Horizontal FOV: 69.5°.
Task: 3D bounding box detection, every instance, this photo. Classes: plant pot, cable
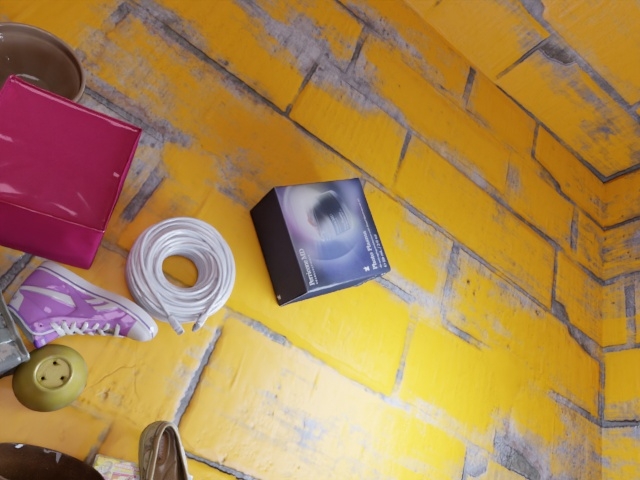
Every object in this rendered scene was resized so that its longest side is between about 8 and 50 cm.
[{"bbox_3d":[-0.530,0.267,0.912,0.134,0.095,0.134,12,65,-28],"label":"plant pot"},{"bbox_3d":[-0.522,0.499,0.776,0.215,0.215,0.230,29,73,-20],"label":"plant pot"},{"bbox_3d":[-0.679,-0.369,1.065,0.237,0.110,0.237,12,66,-29],"label":"plant pot"},{"bbox_3d":[-0.333,0.073,1.120,0.257,0.089,0.257,48,53,-6],"label":"cable"}]

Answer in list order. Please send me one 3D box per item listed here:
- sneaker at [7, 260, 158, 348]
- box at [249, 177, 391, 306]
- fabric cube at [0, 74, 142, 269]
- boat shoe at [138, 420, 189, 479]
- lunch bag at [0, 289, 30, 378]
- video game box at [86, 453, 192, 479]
[{"bbox_3d":[-0.497,0.176,0.959,0.282,0.102,0.161,27,47,-7],"label":"sneaker"},{"bbox_3d":[0.000,0.000,1.304,0.294,0.183,0.296,-12,77,-34],"label":"box"},{"bbox_3d":[-0.552,-0.123,0.955,0.254,0.258,0.259,21,61,-23],"label":"fabric cube"},{"bbox_3d":[-0.306,0.504,0.904,0.104,0.089,0.285,-3,72,-35],"label":"boat shoe"},{"bbox_3d":[-0.693,0.138,0.800,0.235,0.169,0.287,-19,81,-51],"label":"lunch bag"},{"bbox_3d":[-0.385,0.547,0.921,0.205,0.048,0.187,26,61,-22],"label":"video game box"}]
